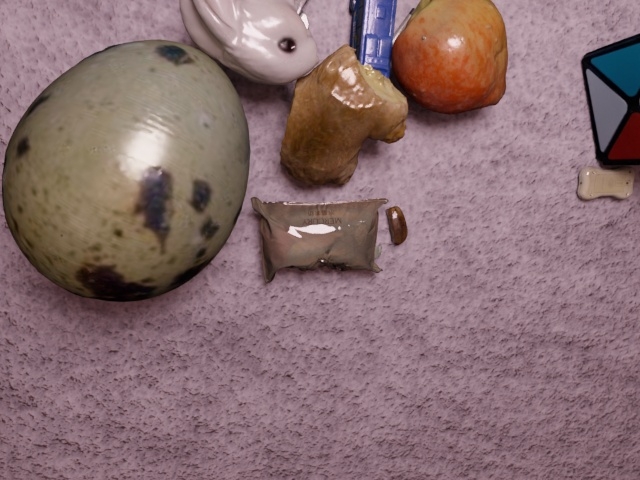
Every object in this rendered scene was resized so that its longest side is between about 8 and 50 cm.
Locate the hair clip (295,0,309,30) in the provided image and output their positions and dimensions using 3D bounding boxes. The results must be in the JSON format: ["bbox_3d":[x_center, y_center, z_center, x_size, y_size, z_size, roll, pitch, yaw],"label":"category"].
[{"bbox_3d":[-0.081,-0.400,0.819,0.140,0.054,0.220,31,99,-16],"label":"hair clip"}]

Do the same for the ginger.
[{"bbox_3d":[0.040,-0.205,0.794,0.221,0.130,0.275,6,138,3],"label":"ginger"}]

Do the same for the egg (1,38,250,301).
[{"bbox_3d":[-0.291,-0.110,0.707,0.345,0.345,0.428,23,95,-10],"label":"egg"}]

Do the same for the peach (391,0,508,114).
[{"bbox_3d":[0.246,-0.329,0.787,0.233,0.232,0.232,-1,102,-6],"label":"peach"}]

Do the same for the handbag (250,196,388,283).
[{"bbox_3d":[0.000,0.000,0.881,0.271,0.117,0.182,-2,110,-7],"label":"handbag"}]

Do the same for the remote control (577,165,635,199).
[{"bbox_3d":[0.624,-0.126,0.963,0.122,0.032,0.074,-1,102,-7],"label":"remote control"}]

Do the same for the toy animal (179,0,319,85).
[{"bbox_3d":[-0.126,-0.423,0.684,0.258,0.194,0.357,-7,87,-40],"label":"toy animal"}]

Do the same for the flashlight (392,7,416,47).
[{"bbox_3d":[0.161,-0.412,0.858,0.018,0.018,0.083,35,96,-12],"label":"flashlight"}]

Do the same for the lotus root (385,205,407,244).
[{"bbox_3d":[0.165,-0.031,0.932,0.037,0.030,0.083,-15,104,-5],"label":"lotus root"}]

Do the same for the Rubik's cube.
[{"bbox_3d":[0.697,-0.292,0.828,0.246,0.250,0.248,-18,101,-3],"label":"Rubik's cube"}]

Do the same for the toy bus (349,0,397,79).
[{"bbox_3d":[0.093,-0.391,0.816,0.079,0.094,0.236,3,102,-6],"label":"toy bus"}]
